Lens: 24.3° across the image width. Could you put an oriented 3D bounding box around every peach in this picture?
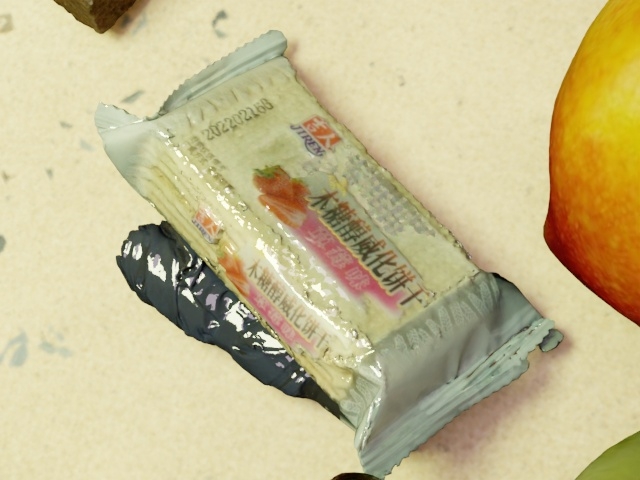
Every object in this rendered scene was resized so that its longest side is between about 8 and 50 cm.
[{"bbox_3d":[0.295,-0.050,0.897,0.332,0.308,0.308,-12,75,21],"label":"peach"}]

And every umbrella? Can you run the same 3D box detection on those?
[{"bbox_3d":[-0.038,0.067,1.019,0.248,0.071,0.071,39,84,15],"label":"umbrella"}]

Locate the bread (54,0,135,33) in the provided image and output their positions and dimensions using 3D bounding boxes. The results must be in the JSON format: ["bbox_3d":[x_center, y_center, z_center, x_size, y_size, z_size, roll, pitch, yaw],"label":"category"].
[{"bbox_3d":[-0.267,-0.342,1.125,0.416,0.113,0.165,40,86,13],"label":"bread"}]

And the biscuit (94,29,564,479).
[{"bbox_3d":[0.004,-0.002,1.004,0.186,0.079,0.309,-30,69,-34],"label":"biscuit"}]

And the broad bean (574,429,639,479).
[{"bbox_3d":[0.231,0.203,0.899,0.189,0.121,0.263,38,43,19],"label":"broad bean"}]

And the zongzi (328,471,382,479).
[{"bbox_3d":[-0.010,0.329,0.897,0.317,0.154,0.289,-39,87,8],"label":"zongzi"}]
